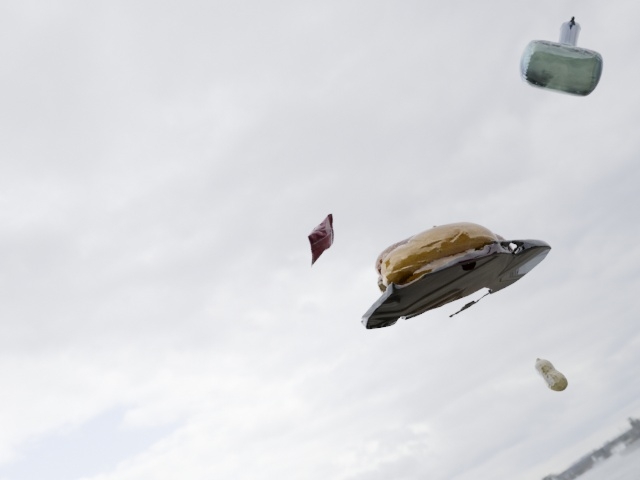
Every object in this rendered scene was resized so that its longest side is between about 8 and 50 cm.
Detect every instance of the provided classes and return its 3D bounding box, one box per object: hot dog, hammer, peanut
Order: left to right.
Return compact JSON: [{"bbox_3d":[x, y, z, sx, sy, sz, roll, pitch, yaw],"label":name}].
[{"bbox_3d":[0.205,0.040,1.149,0.325,0.107,0.194,-6,-36,-34],"label":"hot dog"},{"bbox_3d":[0.398,0.231,1.198,0.037,0.083,0.037,-6,-60,-10],"label":"peanut"},{"bbox_3d":[0.368,-0.289,1.042,0.194,0.116,0.070,-62,-19,-44],"label":"hammer"}]

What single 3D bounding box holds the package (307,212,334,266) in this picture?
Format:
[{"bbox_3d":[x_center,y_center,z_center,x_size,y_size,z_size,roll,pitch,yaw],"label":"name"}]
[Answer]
[{"bbox_3d":[0.000,0.000,1.111,0.083,0.029,0.059,-48,-38,-49],"label":"package"}]
